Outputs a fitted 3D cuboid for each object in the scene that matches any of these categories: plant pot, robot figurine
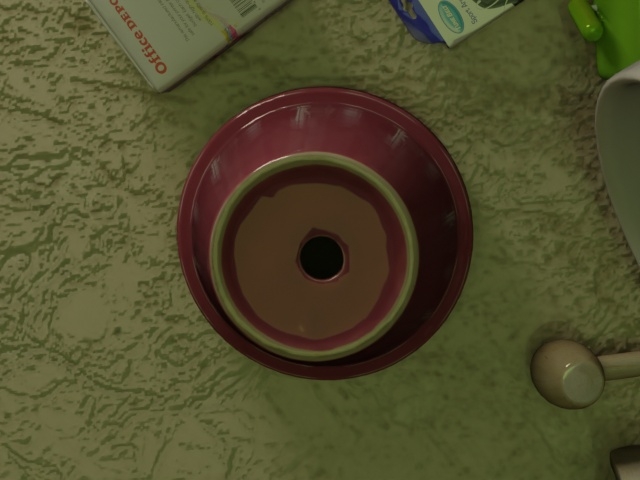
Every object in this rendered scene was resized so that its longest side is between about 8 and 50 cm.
[{"bbox_3d":[0.000,0.000,1.180,0.201,0.180,0.201,0,96,3],"label":"plant pot"},{"bbox_3d":[0.216,-0.146,1.210,0.101,0.067,0.115,-4,96,-7],"label":"robot figurine"}]

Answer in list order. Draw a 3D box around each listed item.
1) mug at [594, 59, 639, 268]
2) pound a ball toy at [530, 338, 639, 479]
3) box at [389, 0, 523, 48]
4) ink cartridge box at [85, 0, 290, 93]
[{"bbox_3d":[0.358,-0.095,1.076,0.328,0.276,0.374,-29,113,-9],"label":"mug"},{"bbox_3d":[0.309,0.160,1.206,0.319,0.136,0.208,-6,96,3],"label":"pound a ball toy"},{"bbox_3d":[0.109,-0.191,1.231,0.136,0.028,0.081,-32,94,8],"label":"box"},{"bbox_3d":[-0.085,-0.169,1.229,0.122,0.052,0.088,-36,93,5],"label":"ink cartridge box"}]
